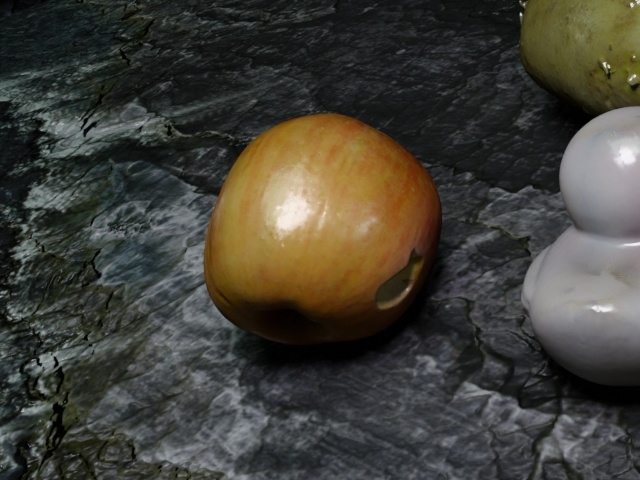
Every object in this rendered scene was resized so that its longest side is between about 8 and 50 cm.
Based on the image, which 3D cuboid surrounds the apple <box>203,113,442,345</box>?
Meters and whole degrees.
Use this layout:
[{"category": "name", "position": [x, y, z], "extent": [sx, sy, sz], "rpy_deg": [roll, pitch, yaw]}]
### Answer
[{"category": "apple", "position": [0.000, 0.000, 1.193], "extent": [0.242, 0.242, 0.241], "rpy_deg": [-1, 49, 33]}]

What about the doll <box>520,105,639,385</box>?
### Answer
[{"category": "doll", "position": [0.277, -0.003, 1.004], "extent": [0.221, 0.221, 0.251], "rpy_deg": [5, 40, 39]}]

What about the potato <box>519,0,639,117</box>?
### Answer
[{"category": "potato", "position": [0.382, -0.237, 1.294], "extent": [0.270, 0.219, 0.359], "rpy_deg": [-13, 20, -16]}]
